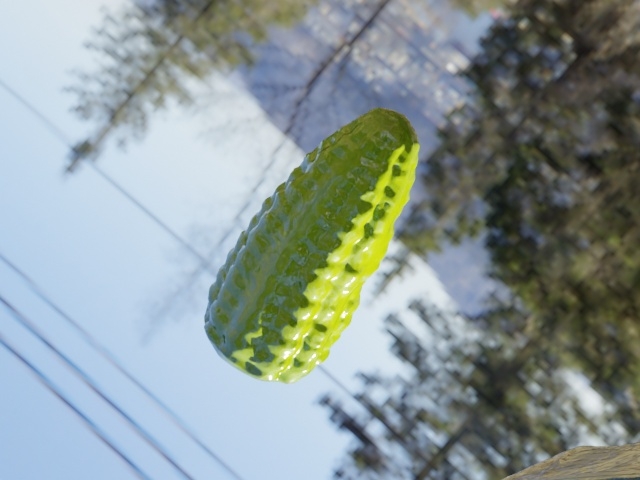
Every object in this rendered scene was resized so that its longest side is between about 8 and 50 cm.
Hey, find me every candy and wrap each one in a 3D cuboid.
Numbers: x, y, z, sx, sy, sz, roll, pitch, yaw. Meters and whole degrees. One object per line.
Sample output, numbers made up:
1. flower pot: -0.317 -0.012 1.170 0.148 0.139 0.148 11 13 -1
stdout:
1. candy: 0.000 0.000 0.968 0.096 0.209 0.097 25 -152 -14

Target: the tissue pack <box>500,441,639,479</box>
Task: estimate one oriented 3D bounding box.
1. tissue pack: 0.119 0.121 0.480 0.085 0.079 0.111 -16 89 49
